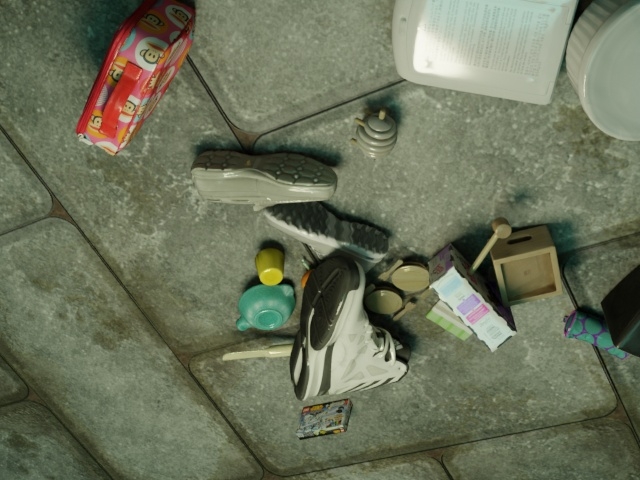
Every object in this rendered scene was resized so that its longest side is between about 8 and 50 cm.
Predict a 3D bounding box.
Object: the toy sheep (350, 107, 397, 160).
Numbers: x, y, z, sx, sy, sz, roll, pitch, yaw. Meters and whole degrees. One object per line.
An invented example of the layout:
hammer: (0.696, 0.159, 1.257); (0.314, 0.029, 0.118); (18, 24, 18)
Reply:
toy sheep: (0.109, -0.210, 1.770); (0.091, 0.091, 0.132); (13, 147, 4)

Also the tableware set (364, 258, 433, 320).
tableware set: (0.172, 0.101, 2.024); (0.128, 0.039, 0.194); (26, 135, -21)

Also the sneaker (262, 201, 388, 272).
sneaker: (0.000, 0.000, 1.946); (0.281, 0.105, 0.115); (25, 135, -2)

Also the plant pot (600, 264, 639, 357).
plant pot: (0.709, 0.141, 1.839); (0.187, 0.188, 0.167); (23, 116, -3)

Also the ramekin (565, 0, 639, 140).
ramekin: (0.540, -0.312, 1.509); (0.272, 0.127, 0.273); (-7, 125, -10)

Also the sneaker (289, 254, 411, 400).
sneaker: (0.092, 0.193, 2.029); (0.257, 0.169, 0.448); (-2, 139, -17)

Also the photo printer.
photo printer: (0.280, -0.381, 1.580); (0.307, 0.107, 0.256); (10, 128, 7)

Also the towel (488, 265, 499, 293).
towel: (0.398, 0.090, 1.975); (0.060, 0.009, 0.083); (0, 127, 13)

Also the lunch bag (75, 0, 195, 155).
lunch bag: (-0.352, -0.304, 1.700); (0.120, 0.258, 0.293); (29, 128, -9)

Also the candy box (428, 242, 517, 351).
candy box: (0.316, 0.116, 1.891); (0.070, 0.165, 0.196); (-42, 99, 16)

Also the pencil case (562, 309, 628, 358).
pencil case: (0.609, 0.207, 1.977); (0.151, 0.064, 0.070); (22, 113, -2)

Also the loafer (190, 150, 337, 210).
loafer: (-0.116, -0.118, 1.887); (0.319, 0.112, 0.112); (8, 134, 18)

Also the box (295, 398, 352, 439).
box: (0.010, 0.456, 2.299); (0.137, 0.094, 0.027); (-16, 122, 25)

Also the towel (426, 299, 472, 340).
towel: (0.322, 0.154, 2.033); (0.113, 0.023, 0.152); (33, 133, -4)

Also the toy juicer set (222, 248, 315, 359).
toy juicer set: (-0.091, 0.164, 2.117); (0.209, 0.090, 0.329); (11, 127, -17)

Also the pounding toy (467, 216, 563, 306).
pounding toy: (0.388, 0.026, 1.861); (0.181, 0.094, 0.206); (-14, 123, 8)
